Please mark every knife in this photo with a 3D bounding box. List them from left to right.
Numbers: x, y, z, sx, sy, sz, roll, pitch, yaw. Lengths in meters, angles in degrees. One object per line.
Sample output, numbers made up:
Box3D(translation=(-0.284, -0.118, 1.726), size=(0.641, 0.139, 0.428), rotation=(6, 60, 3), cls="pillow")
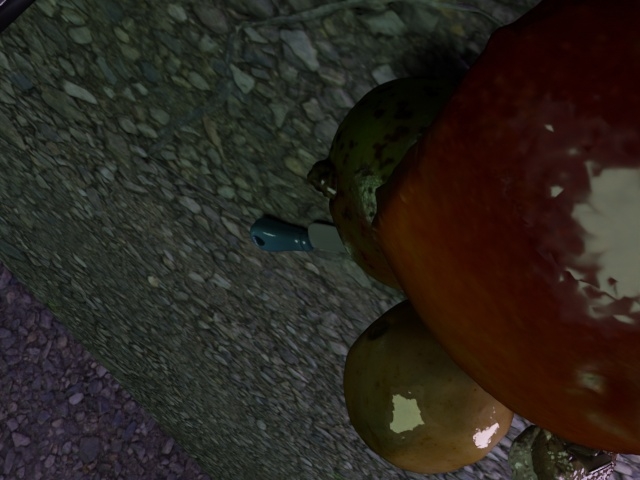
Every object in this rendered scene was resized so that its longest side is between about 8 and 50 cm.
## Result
Box3D(translation=(-0.001, -0.002, 1.222), size=(0.244, 0.032, 0.058), rotation=(6, 132, 40), cls="knife")

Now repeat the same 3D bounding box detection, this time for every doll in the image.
Box3D(translation=(0.321, 0.273, 1.179), size=(0.115, 0.105, 0.221), rotation=(0, 153, -8), cls="doll")

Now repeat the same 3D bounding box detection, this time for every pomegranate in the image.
Box3D(translation=(0.136, 0.175, 1.131), size=(0.233, 0.233, 0.233), rotation=(29, 153, 16), cls="pomegranate")
Box3D(translation=(0.116, -0.037, 0.840), size=(0.246, 0.198, 0.198), rotation=(31, 161, -34), cls="pomegranate")

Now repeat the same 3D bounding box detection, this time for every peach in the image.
Box3D(translation=(0.220, -0.033, 0.529), size=(0.310, 0.335, 0.406), rotation=(39, 156, 6), cls="peach")

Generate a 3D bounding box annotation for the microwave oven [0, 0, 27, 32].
Box3D(translation=(-0.313, -0.378, 0.623), size=(0.432, 0.236, 0.374), rotation=(46, 176, -20), cls="microwave oven")
